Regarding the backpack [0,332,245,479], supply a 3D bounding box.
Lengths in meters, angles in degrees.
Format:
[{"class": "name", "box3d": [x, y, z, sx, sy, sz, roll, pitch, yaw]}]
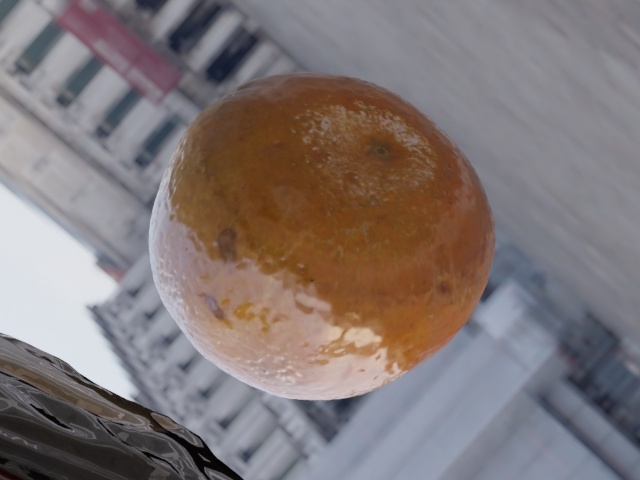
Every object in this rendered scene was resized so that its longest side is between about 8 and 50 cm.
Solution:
[{"class": "backpack", "box3d": [-0.111, 0.091, 0.429, 0.229, 0.139, 0.229, 25, -174, -3]}]

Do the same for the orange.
[{"class": "orange", "box3d": [0.000, 0.000, 1.115, 0.224, 0.170, 0.224, 16, -135, -16]}]
